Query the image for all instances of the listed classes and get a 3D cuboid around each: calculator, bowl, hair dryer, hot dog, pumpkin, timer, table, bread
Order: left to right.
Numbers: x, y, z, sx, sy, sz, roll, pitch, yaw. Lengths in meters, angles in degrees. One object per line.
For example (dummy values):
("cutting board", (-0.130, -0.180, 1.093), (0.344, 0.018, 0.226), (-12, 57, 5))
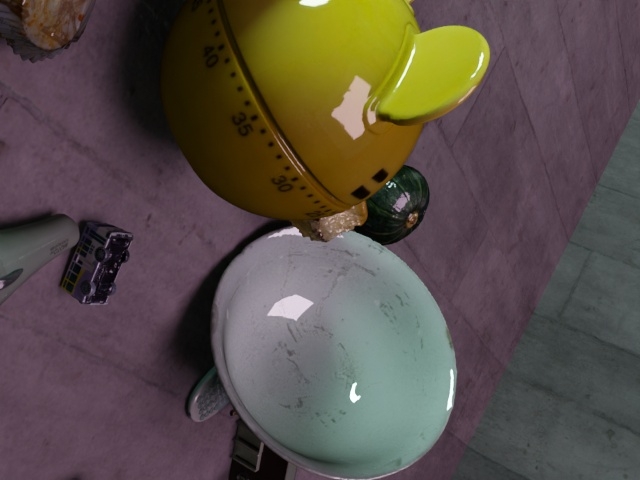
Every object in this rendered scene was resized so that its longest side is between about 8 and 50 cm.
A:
("hair dryer", (-0.344, -0.048, 1.022), (0.229, 0.092, 0.267), (-4, 105, -67))
("hot dog", (-0.269, -0.316, 0.931), (0.162, 0.082, 0.270), (29, 78, -71))
("calculator", (-0.171, 0.247, 1.579), (0.153, 0.021, 0.095), (-44, 145, -39))
("table", (-0.115, 0.384, 1.676), (0.111, 0.121, 0.240), (-21, 128, -53))
("bread", (-0.017, -0.103, 1.433), (0.121, 0.174, 0.245), (-38, 146, -9))
("bowl", (-0.009, 0.205, 1.548), (0.435, 0.435, 0.196), (-43, 179, -37))
("timer", (0.008, -0.207, 1.145), (0.387, 0.376, 0.376), (-26, 155, 14))
("pumpkin", (0.130, -0.067, 1.752), (0.167, 0.125, 0.167), (-36, 139, -40))

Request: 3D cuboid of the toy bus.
("toy bus", (-0.283, 0.026, 1.182), (0.052, 0.058, 0.102), (5, 111, -61))
